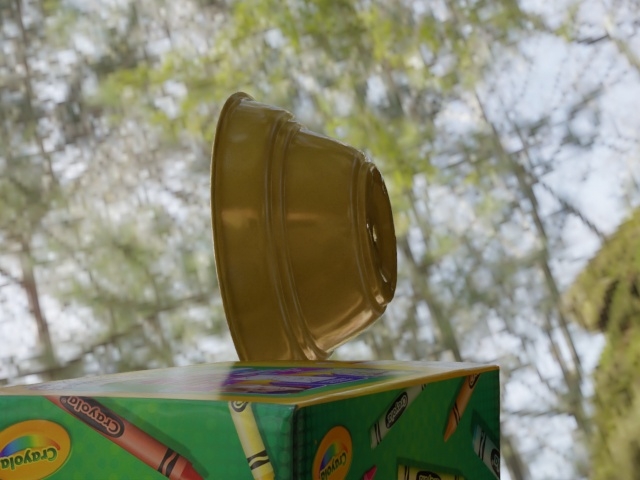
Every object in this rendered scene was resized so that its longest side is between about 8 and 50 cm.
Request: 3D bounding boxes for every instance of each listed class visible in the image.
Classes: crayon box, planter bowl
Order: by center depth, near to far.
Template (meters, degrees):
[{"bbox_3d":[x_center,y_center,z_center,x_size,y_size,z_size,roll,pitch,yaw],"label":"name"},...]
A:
[{"bbox_3d":[-0.029,0.106,0.813,0.165,0.081,0.278,-1,-1,24],"label":"crayon box"},{"bbox_3d":[0.000,0.000,1.126,0.090,0.217,0.217,-6,-29,14],"label":"planter bowl"}]
